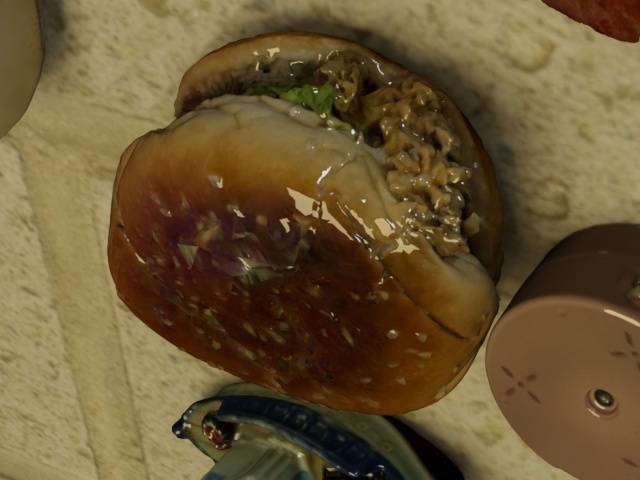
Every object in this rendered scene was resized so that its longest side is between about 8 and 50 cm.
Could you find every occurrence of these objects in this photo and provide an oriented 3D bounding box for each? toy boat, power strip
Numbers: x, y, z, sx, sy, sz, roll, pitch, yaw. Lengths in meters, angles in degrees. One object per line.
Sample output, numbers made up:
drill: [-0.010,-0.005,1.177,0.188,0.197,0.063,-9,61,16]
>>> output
toy boat: [-0.012,0.177,1.190,0.262,0.115,0.114,11,132,30]
power strip: [0.177,0.069,0.974,0.154,0.078,0.154,21,135,24]

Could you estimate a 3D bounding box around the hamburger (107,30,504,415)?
hamburger: [0.000,0.000,1.007,0.286,0.146,0.243,-13,125,42]

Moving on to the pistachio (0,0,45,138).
pistachio: [-0.261,-0.159,1.074,0.152,0.126,0.223,-22,110,10]

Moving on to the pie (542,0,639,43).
pie: [0.139,-0.185,0.758,0.204,0.054,0.219,58,148,-8]
